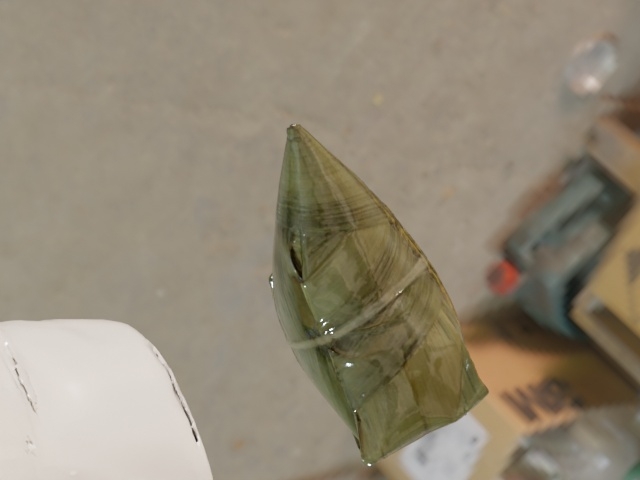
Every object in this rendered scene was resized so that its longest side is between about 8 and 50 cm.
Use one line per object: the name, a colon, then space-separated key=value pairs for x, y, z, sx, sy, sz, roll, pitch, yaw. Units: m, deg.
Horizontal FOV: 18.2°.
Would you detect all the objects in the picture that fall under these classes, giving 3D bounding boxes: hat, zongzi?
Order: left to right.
hat: x=-0.116 y=0.097 z=0.739 sx=0.126 sy=0.203 sz=0.203 roll=-10 pitch=133 yaw=-29
zongzi: x=0.000 y=-0.001 z=1.160 sx=0.094 sy=0.205 sz=0.204 roll=-29 pitch=112 yaw=-3
